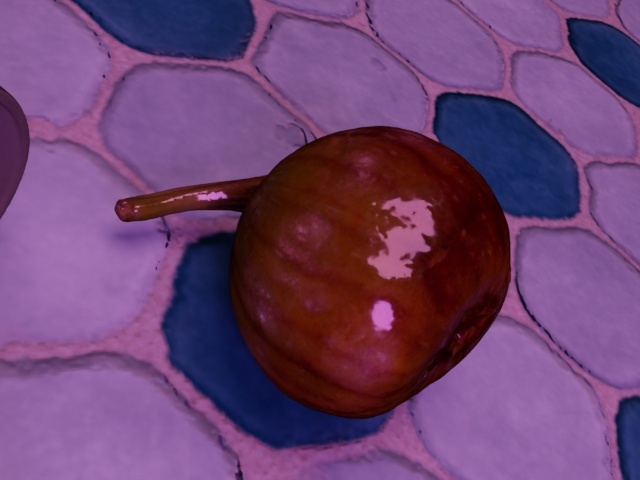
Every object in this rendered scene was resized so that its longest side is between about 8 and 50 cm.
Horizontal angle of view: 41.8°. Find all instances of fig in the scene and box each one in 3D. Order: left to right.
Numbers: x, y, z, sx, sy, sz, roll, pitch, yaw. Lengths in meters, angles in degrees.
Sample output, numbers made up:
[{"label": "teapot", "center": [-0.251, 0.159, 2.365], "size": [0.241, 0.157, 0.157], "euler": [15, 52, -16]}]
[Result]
[{"label": "fig", "center": [0.007, 0.000, 0.510], "size": [0.207, 0.175, 0.175], "euler": [36, 39, 30]}]

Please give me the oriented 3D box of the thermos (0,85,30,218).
[{"label": "thermos", "center": [-0.290, -0.092, 0.390], "size": [0.265, 0.176, 0.146], "euler": [38, 80, 8]}]
